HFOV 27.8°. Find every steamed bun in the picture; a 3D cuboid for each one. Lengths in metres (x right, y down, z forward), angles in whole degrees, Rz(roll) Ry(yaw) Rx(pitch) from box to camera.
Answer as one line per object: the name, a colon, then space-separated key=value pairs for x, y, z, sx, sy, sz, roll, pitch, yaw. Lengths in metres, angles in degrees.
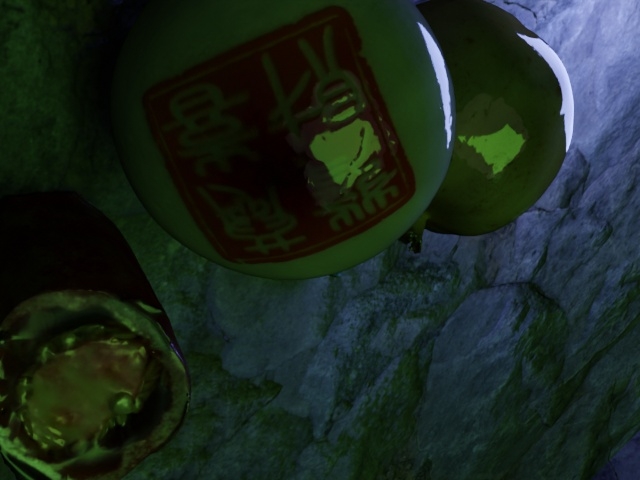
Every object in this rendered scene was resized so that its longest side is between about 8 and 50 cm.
steamed bun: x=-0.044 y=-0.120 z=1.360 sx=0.374 sy=0.241 sz=0.374 roll=3 pitch=116 yaw=5

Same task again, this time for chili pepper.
chili pepper: x=-0.285 y=0.093 z=1.411 sx=0.229 sy=0.305 sz=0.251 roll=-37 pitch=128 yaw=-2

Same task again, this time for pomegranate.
pomegranate: x=0.160 y=-0.137 z=1.610 sx=0.319 sy=0.319 sz=0.319 roll=-25 pitch=136 yaw=-27

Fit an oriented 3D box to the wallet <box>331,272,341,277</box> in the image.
wallet: x=0.000 y=0.000 z=1.781 sx=0.129 sy=0.026 sz=0.088 roll=17 pitch=105 yaw=-48
